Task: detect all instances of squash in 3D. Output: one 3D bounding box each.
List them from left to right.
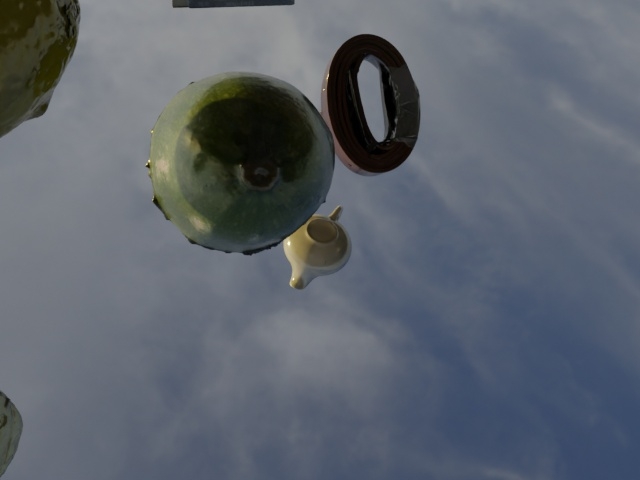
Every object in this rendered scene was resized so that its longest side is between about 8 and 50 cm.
[{"bbox_3d":[-0.116,-0.137,1.264,0.311,0.309,0.310,1,-95,-7],"label":"squash"}]

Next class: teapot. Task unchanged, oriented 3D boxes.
[{"bbox_3d":[0.000,0.000,1.798,0.145,0.092,0.226,30,-128,7],"label":"teapot"}]

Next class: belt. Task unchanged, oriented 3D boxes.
[{"bbox_3d":[0.096,-0.255,1.619,0.184,0.105,0.261,-15,-86,-9],"label":"belt"}]

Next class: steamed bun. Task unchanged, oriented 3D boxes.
[{"bbox_3d":[-0.388,0.219,0.913,0.091,0.112,0.130,2,-134,21],"label":"steamed bun"}]

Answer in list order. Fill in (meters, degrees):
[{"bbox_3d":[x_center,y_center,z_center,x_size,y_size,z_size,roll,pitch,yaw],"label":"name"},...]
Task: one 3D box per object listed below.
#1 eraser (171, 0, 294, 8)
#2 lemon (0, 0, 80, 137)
[{"bbox_3d":[-0.154,-0.449,1.490,0.213,0.046,0.091,-4,-134,-9],"label":"eraser"},{"bbox_3d":[-0.468,-0.273,0.974,0.387,0.350,0.349,47,-144,-31],"label":"lemon"}]
